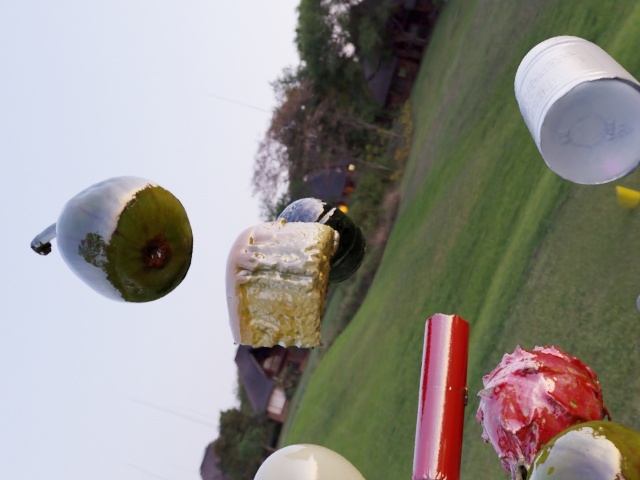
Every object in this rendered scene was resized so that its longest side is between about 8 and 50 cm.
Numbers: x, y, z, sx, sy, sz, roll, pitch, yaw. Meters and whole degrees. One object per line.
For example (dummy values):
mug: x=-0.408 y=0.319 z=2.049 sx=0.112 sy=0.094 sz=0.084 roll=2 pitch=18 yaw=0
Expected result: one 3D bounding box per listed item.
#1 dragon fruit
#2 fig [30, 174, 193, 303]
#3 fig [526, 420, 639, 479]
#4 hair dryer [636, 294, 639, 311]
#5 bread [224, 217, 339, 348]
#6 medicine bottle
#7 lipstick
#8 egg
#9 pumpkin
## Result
dragon fruit: x=0.354 y=0.289 z=1.054 sx=0.268 sy=0.205 sz=0.210 roll=-56 pitch=-47 yaw=-44
fig: x=-0.272 y=-0.015 z=0.806 sx=0.151 sy=0.259 sz=0.151 roll=-18 pitch=-65 yaw=-44
fig: x=0.197 y=0.224 z=0.554 sx=0.236 sy=0.124 sz=0.124 roll=-39 pitch=27 yaw=58
hair dryer: x=0.616 y=0.024 z=1.135 sx=0.195 sy=0.053 sz=0.220 roll=25 pitch=-98 yaw=-70
bread: x=-0.082 y=0.063 z=1.184 sx=0.162 sy=0.204 sz=0.262 roll=68 pitch=-156 yaw=-57
medicine bottle: x=0.472 y=-0.253 z=1.194 sx=0.332 sy=0.190 sz=0.190 roll=-76 pitch=0 yaw=-60
lipstick: x=0.177 y=0.234 z=0.946 sx=0.073 sy=0.073 sz=0.280 roll=102 pitch=-178 yaw=-49
egg: x=0.001 y=0.440 z=1.021 sx=0.188 sy=0.253 sz=0.188 roll=-44 pitch=-12 yaw=-12
pumpkin: x=0.000 y=0.000 z=1.457 sx=0.162 sy=0.220 sz=0.220 roll=-51 pitch=-10 yaw=-14
